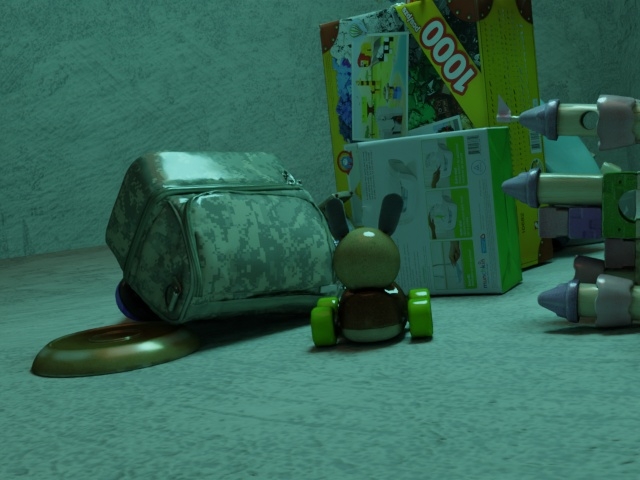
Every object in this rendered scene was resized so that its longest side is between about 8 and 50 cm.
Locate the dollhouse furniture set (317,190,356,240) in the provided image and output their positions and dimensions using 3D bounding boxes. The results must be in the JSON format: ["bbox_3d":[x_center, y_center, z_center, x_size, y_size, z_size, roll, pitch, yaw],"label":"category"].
[{"bbox_3d":[0.000,0.000,1.759,0.129,0.129,0.183,-39,-15,32],"label":"dollhouse furniture set"}]

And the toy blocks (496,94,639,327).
[{"bbox_3d":[0.367,-0.051,1.236,0.260,0.289,0.309,1,11,22],"label":"toy blocks"}]

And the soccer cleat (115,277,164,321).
[{"bbox_3d":[-0.287,0.093,1.642,0.116,0.109,0.318,-28,2,17],"label":"soccer cleat"}]

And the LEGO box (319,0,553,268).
[{"bbox_3d":[0.215,-0.191,1.794,0.372,0.501,0.193,-2,6,43],"label":"LEGO box"}]

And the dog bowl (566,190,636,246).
[{"bbox_3d":[0.531,-0.053,2.091,0.348,0.102,0.349,-6,5,1],"label":"dog bowl"}]

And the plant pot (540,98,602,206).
[{"bbox_3d":[0.426,-0.145,1.865,0.165,0.166,0.234,-20,52,-33],"label":"plant pot"}]

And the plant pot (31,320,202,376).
[{"bbox_3d":[-0.285,0.146,1.319,0.236,0.032,0.236,-7,5,1],"label":"plant pot"}]

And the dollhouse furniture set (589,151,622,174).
[{"bbox_3d":[0.518,-0.102,2.360,0.355,0.303,0.173,28,34,23],"label":"dollhouse furniture set"}]

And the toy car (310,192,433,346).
[{"bbox_3d":[0.063,0.034,1.243,0.155,0.189,0.149,-6,5,6],"label":"toy car"}]

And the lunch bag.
[{"bbox_3d":[-0.136,0.012,1.429,0.305,0.213,0.256,-1,44,-39],"label":"lunch bag"}]

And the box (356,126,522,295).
[{"bbox_3d":[0.195,-0.045,1.550,0.231,0.262,0.126,-5,5,29],"label":"box"}]

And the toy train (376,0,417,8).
[{"bbox_3d":[0.164,-0.452,1.698,0.125,0.046,0.166,-5,6,9],"label":"toy train"}]

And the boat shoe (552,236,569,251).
[{"bbox_3d":[0.385,-0.017,1.935,0.254,0.095,0.079,9,42,23],"label":"boat shoe"}]

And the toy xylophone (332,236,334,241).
[{"bbox_3d":[0.176,-0.042,2.525,0.236,0.081,0.322,-12,7,-42],"label":"toy xylophone"}]
